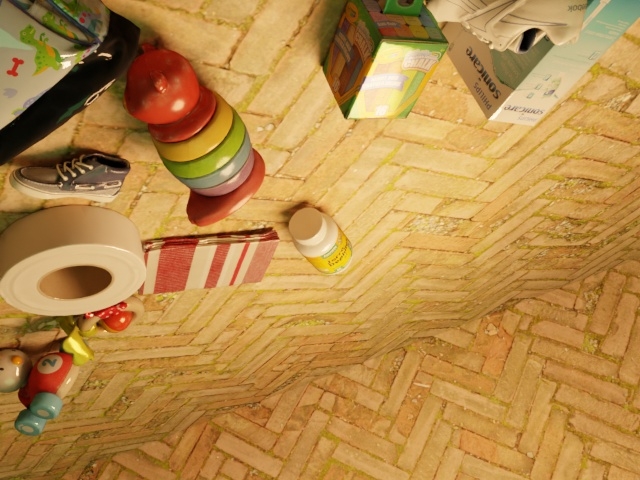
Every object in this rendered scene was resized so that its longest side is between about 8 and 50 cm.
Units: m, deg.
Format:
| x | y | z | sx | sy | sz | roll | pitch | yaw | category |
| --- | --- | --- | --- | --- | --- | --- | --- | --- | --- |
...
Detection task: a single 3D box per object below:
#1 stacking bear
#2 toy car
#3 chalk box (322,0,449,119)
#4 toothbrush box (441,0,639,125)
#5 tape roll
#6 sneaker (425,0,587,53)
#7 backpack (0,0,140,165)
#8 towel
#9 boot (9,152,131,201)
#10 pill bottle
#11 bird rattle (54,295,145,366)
| x | y | z | sx | sy | sz | roll | pitch | yaw | category |
| --- | --- | --- | --- | --- | --- | --- | --- | --- | --- |
| -0.215 | -0.184 | 0.948 | 0.164 | 0.175 | 0.289 | -21 | 144 | 6 | stacking bear |
| -0.774 | 0.342 | 1.498 | 0.238 | 0.219 | 0.210 | 34 | 126 | -23 | toy car |
| 0.109 | -0.318 | 0.938 | 0.132 | 0.132 | 0.213 | -6 | 149 | -24 | chalk box |
| 0.353 | -0.365 | 0.927 | 0.126 | 0.216 | 0.295 | -1 | 145 | -32 | toothbrush box |
| -0.517 | 0.049 | 1.205 | 0.286 | 0.100 | 0.286 | -16 | 152 | -9 | tape roll |
| 0.262 | -0.345 | 0.862 | 0.111 | 0.297 | 0.129 | -16 | 111 | -25 | sneaker |
| -0.425 | -0.250 | 0.616 | 0.290 | 0.273 | 0.355 | -29 | 127 | 13 | backpack |
| -0.282 | 0.058 | 1.442 | 0.329 | 0.037 | 0.237 | -5 | 150 | -23 | towel |
| -0.434 | -0.121 | 1.010 | 0.190 | 0.069 | 0.086 | 0 | 139 | -48 | boot |
| 0.000 | 0.000 | 1.433 | 0.117 | 0.117 | 0.208 | -25 | 151 | 9 | pill bottle |
| -0.540 | 0.182 | 1.446 | 0.253 | 0.143 | 0.207 | -47 | 155 | 19 | bird rattle |
